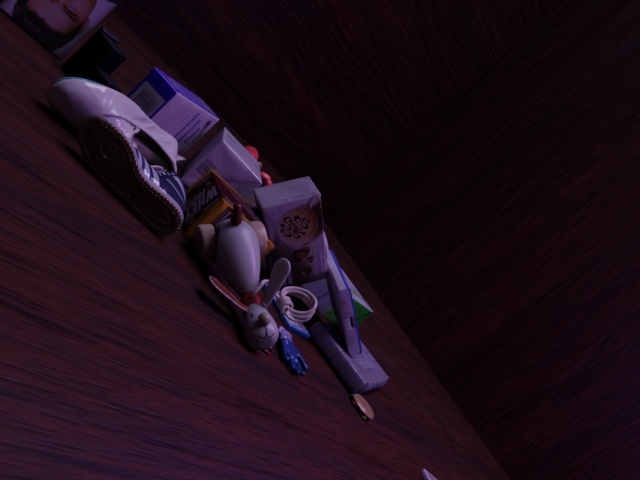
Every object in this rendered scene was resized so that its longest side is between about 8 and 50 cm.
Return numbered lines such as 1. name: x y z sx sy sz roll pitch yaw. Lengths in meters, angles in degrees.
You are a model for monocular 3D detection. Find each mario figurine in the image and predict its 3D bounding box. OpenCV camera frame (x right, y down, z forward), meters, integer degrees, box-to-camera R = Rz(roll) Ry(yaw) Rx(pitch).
1. mario figurine: -0.276 -0.211 2.128 0.320 0.198 0.170 61 11 -53

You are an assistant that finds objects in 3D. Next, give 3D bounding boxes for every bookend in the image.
1. bookend: -0.559 -0.438 1.481 0.156 0.157 0.072 51 7 17

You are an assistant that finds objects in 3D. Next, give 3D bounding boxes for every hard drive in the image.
1. hard drive: 0.060 0.177 1.722 0.318 0.040 0.210 -113 -169 -70

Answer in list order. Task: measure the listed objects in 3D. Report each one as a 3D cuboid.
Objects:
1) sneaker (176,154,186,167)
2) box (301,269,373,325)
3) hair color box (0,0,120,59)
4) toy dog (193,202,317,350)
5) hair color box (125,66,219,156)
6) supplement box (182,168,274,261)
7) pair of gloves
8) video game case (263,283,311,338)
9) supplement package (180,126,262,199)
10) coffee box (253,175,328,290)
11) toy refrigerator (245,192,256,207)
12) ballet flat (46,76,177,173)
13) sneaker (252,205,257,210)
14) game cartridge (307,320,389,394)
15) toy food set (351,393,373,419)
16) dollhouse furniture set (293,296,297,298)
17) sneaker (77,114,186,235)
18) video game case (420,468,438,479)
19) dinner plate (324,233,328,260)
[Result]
1. sneaker: -0.438 -0.247 1.648 0.070 0.051 0.134 55 11 3
2. box: 0.046 0.183 2.092 0.231 0.127 0.262 53 8 32
3. hair color box: -0.616 -0.672 1.468 0.185 0.374 0.113 44 9 -42
4. toy dog: -0.155 0.052 1.234 0.333 0.220 0.161 45 -38 22
5. hair color box: -0.446 -0.363 1.676 0.110 0.185 0.339 49 6 8
6. supplement box: -0.244 -0.043 1.451 0.191 0.129 0.194 45 8 -36
7. pair of gloves: -0.102 0.232 1.314 0.198 0.023 0.159 45 10 -30
8. video game case: -0.096 0.194 1.586 0.166 0.015 0.119 55 8 35
9. supplement package: -0.308 -0.219 1.797 0.175 0.177 0.293 47 7 -19
10. coffee box: -0.083 -0.016 1.646 0.119 0.168 0.297 -120 -159 -51
11. toy refrigerator: -0.207 -0.092 2.084 0.094 0.102 0.269 54 9 34
12. ballet flat: -0.444 -0.233 1.305 0.139 0.139 0.400 52 6 21
13. sneaker: -0.183 -0.056 1.841 0.102 0.146 0.293 50 7 5
14. game cartridge: 0.093 0.357 1.738 0.230 0.068 0.355 56 8 20
15. toy food set: 0.111 0.443 1.526 0.083 0.020 0.082 53 8 24
16. dollhouse furniture set: -0.088 0.108 1.826 0.091 0.081 0.114 46 8 -31
17. sneaker: -0.388 -0.147 1.211 0.282 0.099 0.153 54 10 -20
18. video game case: 0.343 0.713 1.549 0.157 0.019 0.143 46 7 -24
19. dinner plate: 0.000 0.000 1.725 0.141 0.017 0.141 164 -90 -75
